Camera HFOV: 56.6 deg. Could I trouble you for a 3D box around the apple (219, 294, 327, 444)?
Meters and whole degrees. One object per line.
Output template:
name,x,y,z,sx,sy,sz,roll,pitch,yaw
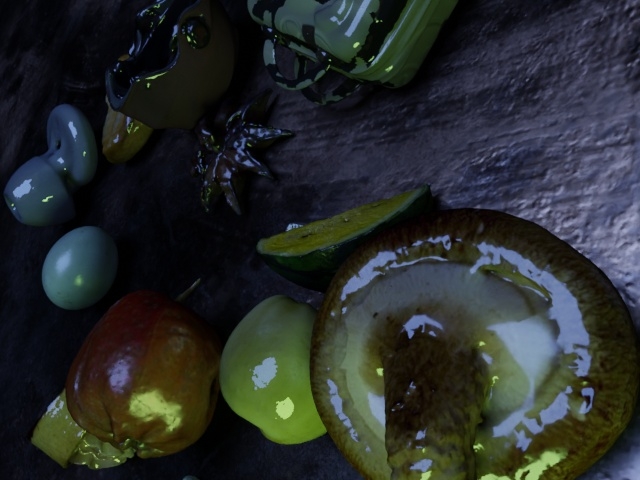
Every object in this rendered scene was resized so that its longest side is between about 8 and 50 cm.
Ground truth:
apple,-0.044,0.175,0.814,0.200,0.200,0.199,-16,64,37

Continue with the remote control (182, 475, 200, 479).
remote control,-0.157,0.456,0.911,0.234,0.038,0.098,13,83,45

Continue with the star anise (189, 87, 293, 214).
star anise,-0.179,-0.180,1.123,0.272,0.103,0.271,-13,69,36

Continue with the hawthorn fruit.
hawthorn fruit,-0.279,0.218,0.970,0.258,0.258,0.261,-41,50,24

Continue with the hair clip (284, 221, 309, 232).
hair clip,0.001,0.001,0.947,0.137,0.022,0.054,6,80,34

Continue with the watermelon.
watermelon,0.027,0.003,0.865,0.301,0.123,0.129,-18,50,27

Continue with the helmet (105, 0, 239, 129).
helmet,-0.277,-0.372,1.216,0.271,0.197,0.338,27,85,52

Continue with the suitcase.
suitcase,0.035,-0.388,0.946,0.351,0.194,0.339,40,104,43

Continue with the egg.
egg,-0.527,0.060,1.310,0.149,0.149,0.192,27,88,44

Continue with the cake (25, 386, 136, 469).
cake,-0.416,0.340,1.116,0.185,0.178,0.208,-53,10,-13

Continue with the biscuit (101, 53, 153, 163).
biscuit,-0.448,-0.326,1.425,0.213,0.091,0.274,-19,61,39

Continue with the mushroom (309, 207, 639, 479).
mushroom,0.144,0.125,0.649,0.346,0.239,0.344,-4,62,7

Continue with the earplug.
earplug,-0.680,-0.188,1.521,0.214,0.175,0.325,22,89,42
